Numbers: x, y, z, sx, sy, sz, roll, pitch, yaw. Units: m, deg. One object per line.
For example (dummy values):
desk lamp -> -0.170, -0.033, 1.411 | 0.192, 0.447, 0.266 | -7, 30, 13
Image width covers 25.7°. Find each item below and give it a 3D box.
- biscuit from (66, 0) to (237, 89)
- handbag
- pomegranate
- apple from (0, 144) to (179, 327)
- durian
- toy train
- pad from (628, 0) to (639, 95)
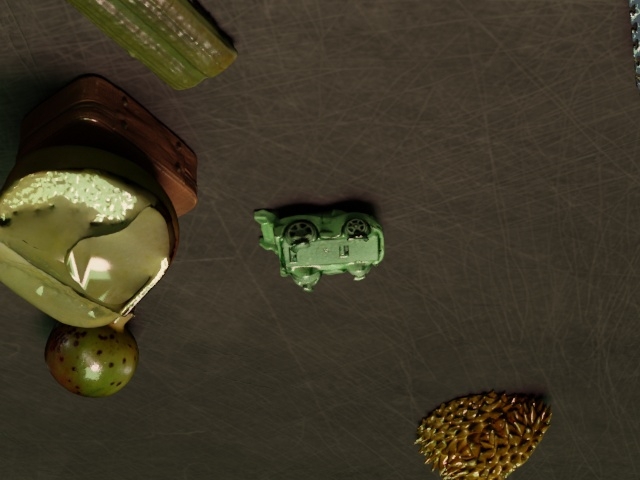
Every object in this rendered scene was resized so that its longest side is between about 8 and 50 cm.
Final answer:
biscuit -> -0.210, -0.254, 1.384 | 0.099, 0.038, 0.322 | -23, 138, 28
handbag -> -0.242, -0.087, 1.565 | 0.151, 0.072, 0.193 | -24, 139, 25
pomegranate -> -0.295, 0.140, 1.820 | 0.130, 0.130, 0.130 | -2, 142, -1
apple -> -0.254, -0.009, 1.473 | 0.188, 0.174, 0.207 | 37, 132, -13
durian -> 0.233, 0.294, 2.075 | 0.139, 0.144, 0.252 | -17, 155, -53
toy train -> 0.000, 0.000, 1.690 | 0.149, 0.081, 0.099 | -10, 141, -1
pad -> 0.437, -0.266, 1.386 | 0.270, 0.012, 0.269 | -8, 128, 7
